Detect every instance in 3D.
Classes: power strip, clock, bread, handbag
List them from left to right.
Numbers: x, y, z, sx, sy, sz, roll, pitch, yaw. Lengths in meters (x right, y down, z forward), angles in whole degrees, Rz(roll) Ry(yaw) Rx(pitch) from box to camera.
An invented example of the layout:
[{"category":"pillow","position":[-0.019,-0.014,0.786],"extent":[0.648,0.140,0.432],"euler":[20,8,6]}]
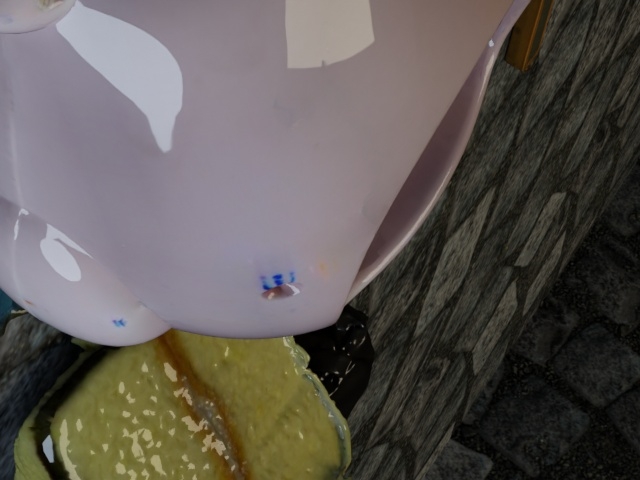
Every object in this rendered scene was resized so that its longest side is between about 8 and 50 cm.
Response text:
[{"category":"bread","position":[-0.098,0.146,1.237],"extent":[0.263,0.198,0.236],"euler":[-51,155,-39]},{"category":"clock","position":[-0.037,-0.124,0.795],"extent":[0.368,0.250,0.376],"euler":[-58,165,-13]},{"category":"handbag","position":[-0.046,0.187,1.516],"extent":[0.285,0.113,0.257],"euler":[-59,-178,-9]},{"category":"power strip","position":[0.255,-0.273,1.941],"extent":[0.049,0.028,0.178],"euler":[-51,162,-35]}]

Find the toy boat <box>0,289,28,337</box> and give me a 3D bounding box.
[{"category":"toy boat","position":[-0.154,0.006,0.985],"extent":[0.185,0.077,0.075],"euler":[-47,159,-44]}]
